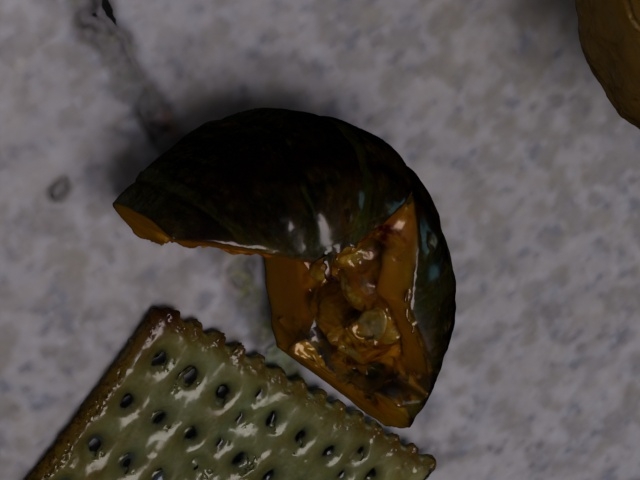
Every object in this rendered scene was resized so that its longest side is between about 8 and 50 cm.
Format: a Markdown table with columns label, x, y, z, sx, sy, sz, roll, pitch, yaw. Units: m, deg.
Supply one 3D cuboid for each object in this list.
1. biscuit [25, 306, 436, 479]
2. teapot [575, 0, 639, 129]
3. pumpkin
| label | x | y | z | sx | sy | sz | roll | pitch | yaw |
| --- | --- | --- | --- | --- | --- | --- | --- | --- | --- |
| biscuit | -0.050 | 0.128 | 0.999 | 0.203 | 0.016 | 0.144 | 34 | 98 | -33 |
| teapot | 0.214 | -0.152 | 0.902 | 0.311 | 0.167 | 0.203 | -3 | 146 | -44 |
| pumpkin | 0.000 | 0.000 | 0.895 | 0.183 | 0.119 | 0.107 | 45 | 73 | -36 |
